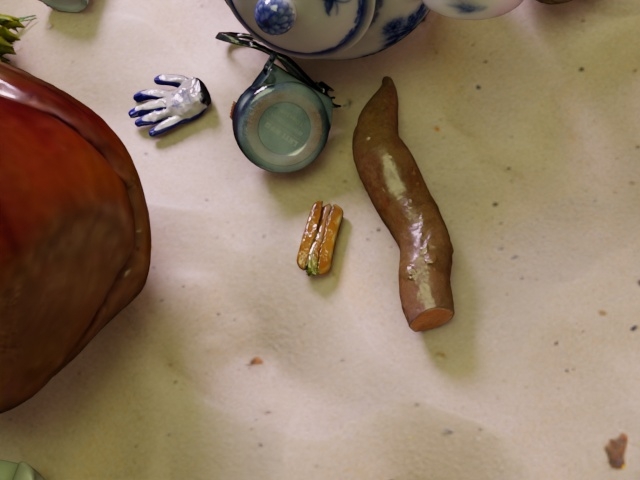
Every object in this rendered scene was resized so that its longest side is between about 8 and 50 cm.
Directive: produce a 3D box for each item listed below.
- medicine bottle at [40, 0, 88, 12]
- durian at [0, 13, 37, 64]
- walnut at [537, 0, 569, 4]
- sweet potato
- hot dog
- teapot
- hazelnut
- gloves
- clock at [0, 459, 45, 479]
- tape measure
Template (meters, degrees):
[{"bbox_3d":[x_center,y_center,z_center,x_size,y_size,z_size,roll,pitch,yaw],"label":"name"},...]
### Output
[{"bbox_3d":[-0.258,-0.360,1.826,0.074,0.074,0.218,8,69,13],"label":"medicine bottle"},{"bbox_3d":[-0.479,-0.174,1.739,0.355,0.157,0.169,-14,48,3],"label":"durian"},{"bbox_3d":[0.238,-0.321,1.687,0.140,0.140,0.162,20,88,17],"label":"walnut"},{"bbox_3d":[0.078,-0.049,1.639,0.067,0.059,0.281,-14,66,-7],"label":"sweet potato"},{"bbox_3d":[0.000,0.000,1.652,0.037,0.021,0.083,16,69,5],"label":"hot dog"},{"bbox_3d":[-0.001,-0.283,1.633,0.424,0.252,0.280,12,41,15],"label":"teapot"},{"bbox_3d":[-0.340,-0.019,1.548,0.315,0.372,0.372,-34,63,20],"label":"hazelnut"},{"bbox_3d":[-0.159,-0.145,1.740,0.086,0.026,0.064,-25,63,3],"label":"gloves"},{"bbox_3d":[-0.363,0.267,1.573,0.191,0.062,0.151,12,69,15],"label":"clock"},{"bbox_3d":[-0.057,-0.143,1.718,0.107,0.104,0.180,-56,33,8],"label":"tape measure"}]
